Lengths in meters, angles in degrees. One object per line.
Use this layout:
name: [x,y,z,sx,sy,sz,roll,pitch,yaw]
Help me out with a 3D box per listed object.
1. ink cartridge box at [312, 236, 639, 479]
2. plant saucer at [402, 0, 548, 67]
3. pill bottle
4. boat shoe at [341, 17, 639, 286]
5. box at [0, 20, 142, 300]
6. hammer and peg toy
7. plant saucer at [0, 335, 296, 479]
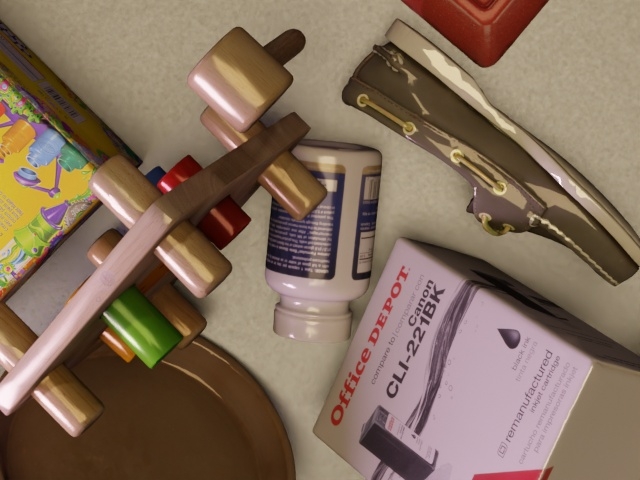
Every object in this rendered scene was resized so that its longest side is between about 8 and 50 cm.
ink cartridge box: [0.137,0.140,1.421,0.114,0.273,0.197,17,100,-36]
plant saucer: [0.130,-0.325,1.477,0.258,0.048,0.259,40,98,-3]
pill bottle: [0.000,0.000,1.502,0.094,0.094,0.169,6,98,1]
boat shoe: [0.153,-0.061,1.485,0.305,0.109,0.091,42,98,2]
box: [-0.359,-0.064,1.466,0.279,0.177,0.290,-44,95,7]
hammer and peg toy: [-0.099,-0.019,1.373,0.127,0.266,0.361,45,120,3]
plant saucer: [-0.155,0.190,1.479,0.278,0.278,0.041,32,137,-2]
